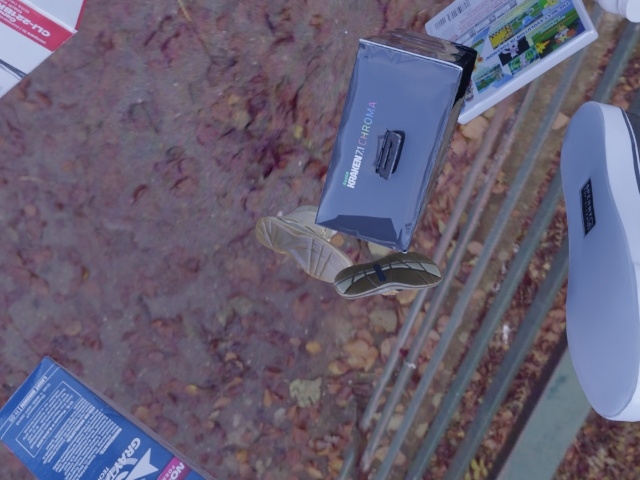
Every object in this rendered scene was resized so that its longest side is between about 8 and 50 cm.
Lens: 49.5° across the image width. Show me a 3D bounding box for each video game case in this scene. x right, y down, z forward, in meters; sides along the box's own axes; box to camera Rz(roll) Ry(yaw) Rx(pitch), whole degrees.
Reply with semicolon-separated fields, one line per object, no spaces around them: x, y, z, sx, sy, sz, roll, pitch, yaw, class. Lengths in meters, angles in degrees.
0.397;-0.456;1.508;0.329;0.299;0.036;-31;145;33;video game case

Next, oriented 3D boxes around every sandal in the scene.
0.109;0.064;1.136;0.180;0.072;0.049;-11;147;-9;sandal

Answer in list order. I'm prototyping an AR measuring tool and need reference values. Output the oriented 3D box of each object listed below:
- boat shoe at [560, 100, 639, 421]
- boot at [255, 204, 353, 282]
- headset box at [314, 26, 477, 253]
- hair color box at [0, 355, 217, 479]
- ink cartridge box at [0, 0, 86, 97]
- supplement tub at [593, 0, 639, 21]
0.279;0.011;0.604;0.105;0.306;0.113;12;142;-5;boat shoe
0.000;0.000;1.682;0.262;0.203;0.095;26;116;23;boot
0.108;-0.148;0.949;0.131;0.283;0.246;19;112;10;headset box
-0.190;0.264;0.740;0.105;0.347;0.174;-54;137;-19;hair color box
-0.453;-0.353;1.030;0.273;0.196;0.114;-18;146;41;ink cartridge box
0.489;-0.468;1.147;0.144;0.144;0.199;-40;58;13;supplement tub
